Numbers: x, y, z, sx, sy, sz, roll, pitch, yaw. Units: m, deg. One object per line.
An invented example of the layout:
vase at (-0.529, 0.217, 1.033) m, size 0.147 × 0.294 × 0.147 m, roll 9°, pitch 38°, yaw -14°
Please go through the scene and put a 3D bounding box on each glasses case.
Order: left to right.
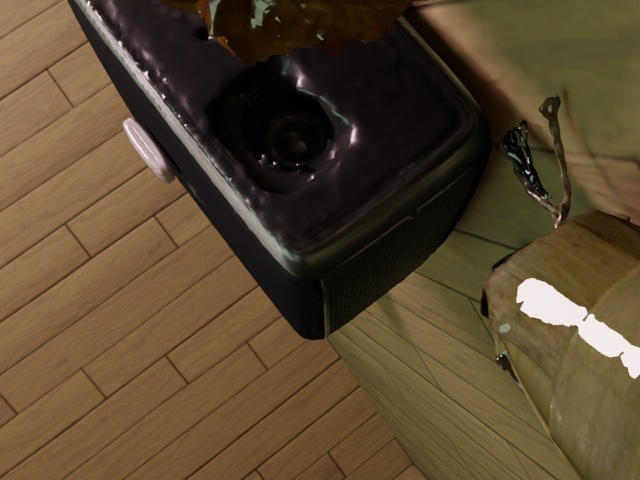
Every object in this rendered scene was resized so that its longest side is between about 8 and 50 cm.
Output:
glasses case at (-0.175, -0.092, 0.819) m, size 0.083 × 0.021 × 0.032 m, roll 51°, pitch 173°, yaw 20°

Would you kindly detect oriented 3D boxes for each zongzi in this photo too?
zongzi at (0.263, 0.148, 0.584) m, size 0.447 × 0.181 × 0.418 m, roll 46°, pitch 169°, yaw 48°

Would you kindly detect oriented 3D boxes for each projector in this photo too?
projector at (-0.039, -0.122, 0.859) m, size 0.395 × 0.242 × 0.405 m, roll 50°, pitch 171°, yaw 13°

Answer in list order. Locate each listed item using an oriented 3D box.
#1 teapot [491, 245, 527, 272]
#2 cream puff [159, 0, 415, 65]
teapot at (0.219, 0.046, 0.818) m, size 0.083 × 0.063 × 0.049 m, roll 56°, pitch 139°, yaw 0°
cream puff at (-0.032, -0.228, 0.517) m, size 0.269 × 0.155 × 0.241 m, roll -24°, pitch 112°, yaw 38°
